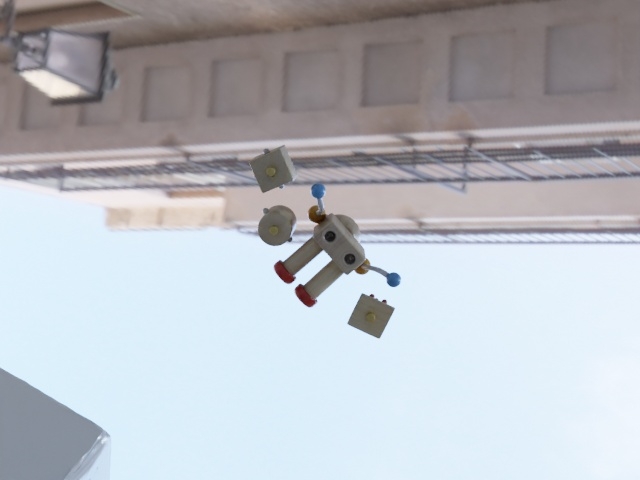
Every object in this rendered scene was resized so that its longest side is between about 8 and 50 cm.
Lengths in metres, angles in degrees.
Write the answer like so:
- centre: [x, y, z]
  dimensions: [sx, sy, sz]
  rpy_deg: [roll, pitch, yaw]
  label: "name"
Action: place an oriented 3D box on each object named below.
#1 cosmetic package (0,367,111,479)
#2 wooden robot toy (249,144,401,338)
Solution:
- centre: [-0.251, 0.234, 0.714]
  dimensions: [0.156, 0.385, 0.217]
  rpy_deg: [29, -120, 8]
  label: "cosmetic package"
- centre: [0.000, 0.000, 0.919]
  dimensions: [0.076, 0.079, 0.173]
  rpy_deg: [-38, -83, 13]
  label: "wooden robot toy"
